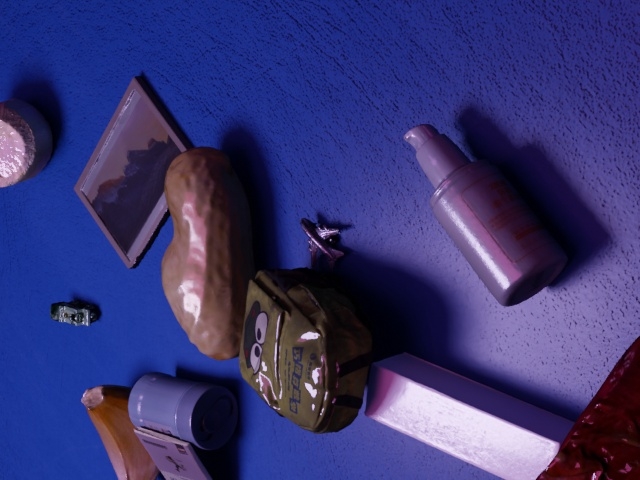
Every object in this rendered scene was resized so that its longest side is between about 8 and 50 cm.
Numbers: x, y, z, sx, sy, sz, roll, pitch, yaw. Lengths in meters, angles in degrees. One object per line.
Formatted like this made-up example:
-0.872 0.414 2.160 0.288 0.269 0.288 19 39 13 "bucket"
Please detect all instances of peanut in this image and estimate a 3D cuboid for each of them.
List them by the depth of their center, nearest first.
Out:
-0.169 0.022 1.893 0.147 0.147 0.319 -2 100 43 "peanut"

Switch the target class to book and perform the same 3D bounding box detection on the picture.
-0.212 0.369 2.024 0.127 0.014 0.182 8 136 42 "book"

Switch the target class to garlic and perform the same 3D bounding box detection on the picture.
-0.307 0.327 2.108 0.115 0.128 0.207 -16 90 0 "garlic"

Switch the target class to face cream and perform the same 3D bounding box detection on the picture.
0.190 -0.044 1.568 0.252 0.101 0.101 55 130 21 "face cream"

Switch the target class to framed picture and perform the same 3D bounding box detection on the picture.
-0.300 -0.105 2.075 0.192 0.018 0.265 52 128 22 "framed picture"

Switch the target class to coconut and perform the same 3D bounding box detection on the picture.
-0.537 -0.167 2.203 0.147 0.153 0.147 2 104 7 "coconut"

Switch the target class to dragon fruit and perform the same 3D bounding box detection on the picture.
0.358 0.229 1.358 0.302 0.330 0.240 66 154 9 "dragon fruit"

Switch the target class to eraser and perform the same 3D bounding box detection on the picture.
0.194 0.230 1.634 0.298 0.076 0.078 19 110 39 "eraser"

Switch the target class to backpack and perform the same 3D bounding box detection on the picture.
-0.013 0.151 1.744 0.253 0.140 0.207 -145 57 -59 "backpack"

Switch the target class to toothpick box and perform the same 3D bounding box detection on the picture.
-0.215 0.265 2.011 0.153 0.101 0.101 7 103 44 "toothpick box"

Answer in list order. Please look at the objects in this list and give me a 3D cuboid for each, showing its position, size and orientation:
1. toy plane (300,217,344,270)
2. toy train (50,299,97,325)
0.000 0.000 1.802 0.083 0.031 0.078 54 129 21 "toy plane"
-0.423 0.126 2.212 0.083 0.053 0.033 12 106 43 "toy train"
